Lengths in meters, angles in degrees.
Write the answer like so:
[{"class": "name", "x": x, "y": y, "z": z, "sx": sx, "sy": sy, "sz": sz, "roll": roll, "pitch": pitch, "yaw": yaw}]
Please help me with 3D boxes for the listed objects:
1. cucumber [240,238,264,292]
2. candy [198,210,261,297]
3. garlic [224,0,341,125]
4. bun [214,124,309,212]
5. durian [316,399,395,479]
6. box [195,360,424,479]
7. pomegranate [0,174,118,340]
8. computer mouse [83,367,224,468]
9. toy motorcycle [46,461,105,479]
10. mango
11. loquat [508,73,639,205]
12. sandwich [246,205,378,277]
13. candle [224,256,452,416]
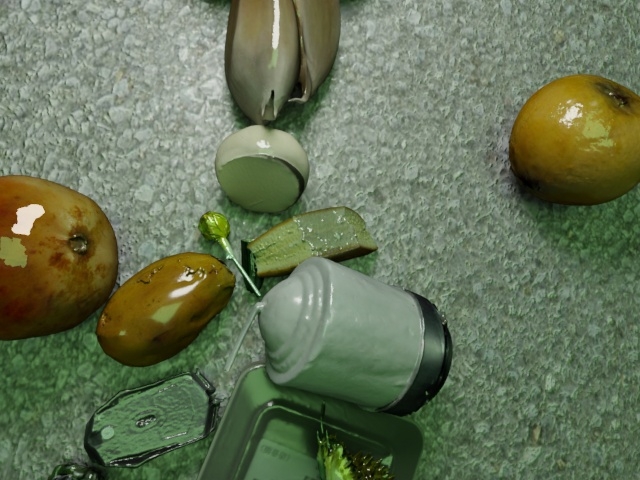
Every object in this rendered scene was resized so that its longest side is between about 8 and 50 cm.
[{"class": "cucumber", "x": -0.126, "y": 0.047, "z": 0.839, "sx": 0.048, "sy": 0.048, "sz": 0.105, "roll": -2, "pitch": 86, "yaw": -10}, {"class": "candy", "x": -0.162, "y": 0.025, "z": 0.810, "sx": 0.058, "sy": 0.062, "sz": 0.194, "roll": -46, "pitch": 70, "yaw": 29}, {"class": "garlic", "x": -0.055, "y": -0.355, "z": 0.818, "sx": 0.231, "sy": 0.246, "sz": 0.340, "roll": -1, "pitch": 76, "yaw": -25}, {"class": "bun", "x": -0.103, "y": -0.144, "z": 0.813, "sx": 0.172, "sy": 0.173, "sz": 0.120, "roll": 11, "pitch": 56, "yaw": -8}, {"class": "durian", "x": 0.075, "y": 0.425, "z": 0.702, "sx": 0.132, "sy": 0.106, "sz": 0.375, "roll": -32, "pitch": 90, "yaw": -11}, {"class": "box", "x": -0.032, "y": 0.444, "z": 0.779, "sx": 0.367, "sy": 0.090, "sz": 0.373, "roll": 22, "pitch": 78, "yaw": -6}, {"class": "pomegranate", "x": -0.470, "y": 0.025, "z": 0.701, "sx": 0.270, "sy": 0.229, "sz": 0.252, "roll": -4, "pitch": 91, "yaw": 22}, {"class": "computer mouse", "x": -0.285, "y": 0.310, "z": 0.768, "sx": 0.231, "sy": 0.071, "sz": 0.126, "roll": -16, "pitch": 71, "yaw": -21}, {"class": "toy motorcycle", "x": -0.361, "y": 0.493, "z": 0.708, "sx": 0.275, "sy": 0.127, "sz": 0.205, "roll": 20, "pitch": 79, "yaw": 1}, {"class": "mango", "x": -0.262, "y": 0.120, "z": 0.769, "sx": 0.248, "sy": 0.151, "sz": 0.156, "roll": -34, "pitch": 120, "yaw": -18}, {"class": "loquat", "x": 0.514, "y": -0.196, "z": 0.874, "sx": 0.262, "sy": 0.263, "sz": 0.263, "roll": 1, "pitch": 82, "yaw": -9}, {"class": "sandwich", "x": 0.000, "y": 0.000, "z": 0.824, "sx": 0.257, "sy": 0.096, "sz": 0.094, "roll": -15, "pitch": 73, "yaw": -25}, {"class": "candle", "x": 0.036, "y": 0.150, "z": 0.728, "sx": 0.342, "sy": 0.221, "sz": 0.221, "roll": 25, "pitch": 78, "yaw": -26}]
